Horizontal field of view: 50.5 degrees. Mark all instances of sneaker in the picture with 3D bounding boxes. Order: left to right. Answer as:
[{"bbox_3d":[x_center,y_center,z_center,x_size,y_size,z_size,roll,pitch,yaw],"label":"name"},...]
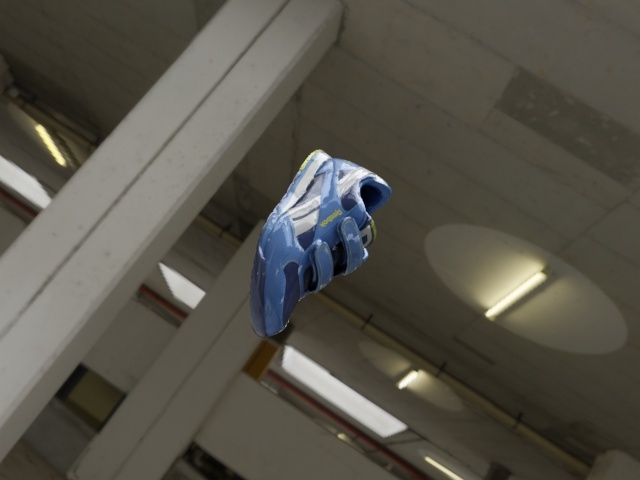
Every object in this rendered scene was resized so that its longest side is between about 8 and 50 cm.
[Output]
[{"bbox_3d":[0.000,0.000,0.416,0.059,0.144,0.053,17,-37,11],"label":"sneaker"}]
